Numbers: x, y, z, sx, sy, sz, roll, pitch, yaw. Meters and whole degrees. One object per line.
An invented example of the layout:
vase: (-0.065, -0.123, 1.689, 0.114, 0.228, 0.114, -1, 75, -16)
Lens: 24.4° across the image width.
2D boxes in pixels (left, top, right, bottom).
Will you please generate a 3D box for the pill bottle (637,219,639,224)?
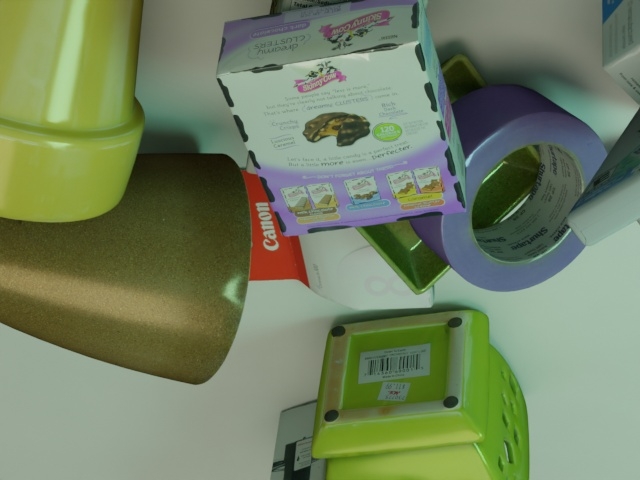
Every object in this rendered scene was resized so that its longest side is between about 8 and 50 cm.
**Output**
pill bottle: (0.360, -0.055, 1.474, 0.152, 0.086, 0.086, -5, 137, 12)

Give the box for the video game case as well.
video game case: (0.378, -0.140, 1.236, 0.329, 0.300, 0.036, -34, 97, 35)

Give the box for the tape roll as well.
tape roll: (0.181, -0.050, 1.434, 0.189, 0.080, 0.189, -13, 121, -22)

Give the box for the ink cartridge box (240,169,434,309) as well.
ink cartridge box: (0.000, 0.000, 1.596, 0.232, 0.066, 0.189, -6, 137, 6)

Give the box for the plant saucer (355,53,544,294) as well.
plant saucer: (0.108, -0.069, 1.464, 0.188, 0.045, 0.188, -43, 127, 0)

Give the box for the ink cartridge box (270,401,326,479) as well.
ink cartridge box: (0.009, 0.325, 1.841, 0.087, 0.208, 0.153, -17, 133, 27)

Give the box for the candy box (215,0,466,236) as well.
candy box: (0.022, -0.101, 1.218, 0.165, 0.070, 0.196, -7, 137, 13)

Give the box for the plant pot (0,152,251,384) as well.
plant pot: (-0.229, 0.012, 1.456, 0.254, 0.237, 0.237, 8, 140, -24)

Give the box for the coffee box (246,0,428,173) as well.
coffee box: (0.020, -0.207, 1.278, 0.119, 0.168, 0.297, 10, 137, -6)

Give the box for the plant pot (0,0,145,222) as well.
plant pot: (-0.260, -0.178, 1.283, 0.254, 0.254, 0.239, 16, 111, -12)

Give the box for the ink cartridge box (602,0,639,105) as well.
ink cartridge box: (0.339, -0.212, 1.260, 0.082, 0.139, 0.191, 37, 128, -24)

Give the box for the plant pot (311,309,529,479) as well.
plant pot: (0.110, 0.211, 1.700, 0.228, 0.227, 0.207, -8, 130, 15)
